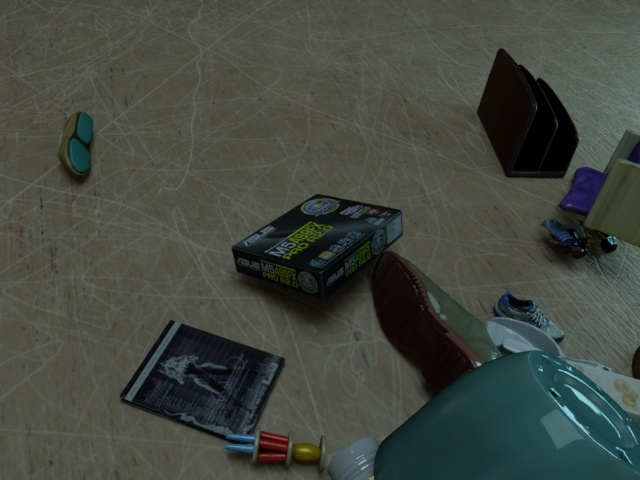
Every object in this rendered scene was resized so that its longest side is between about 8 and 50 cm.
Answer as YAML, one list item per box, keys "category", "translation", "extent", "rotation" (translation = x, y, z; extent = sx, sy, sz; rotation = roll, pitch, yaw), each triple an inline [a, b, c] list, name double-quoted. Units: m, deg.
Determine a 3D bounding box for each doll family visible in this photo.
- category: "doll family"
  translation: [0.564, -0.006, 1.211]
  extent: [0.193, 0.076, 0.111]
  rotation: [-14, 52, -12]

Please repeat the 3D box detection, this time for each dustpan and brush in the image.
- category: "dustpan and brush"
  translation: [0.387, 0.206, 0.979]
  extent: [0.211, 0.060, 0.147]
  rotation: [17, 47, 13]

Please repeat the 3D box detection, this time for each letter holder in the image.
- category: "letter holder"
  translation: [0.535, -0.337, 1.439]
  extent: [0.152, 0.214, 0.302]
  rotation: [1, 44, -5]

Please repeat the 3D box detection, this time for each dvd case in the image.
- category: "dvd case"
  translation: [-0.191, 0.230, 0.935]
  extent: [0.221, 0.018, 0.164]
  rotation: [17, 47, 10]

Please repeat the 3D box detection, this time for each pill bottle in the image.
- category: "pill bottle"
  translation: [0.098, 0.374, 0.744]
  extent: [0.117, 0.117, 0.215]
  rotation: [-20, 50, -23]

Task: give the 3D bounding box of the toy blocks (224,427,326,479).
- category: "toy blocks"
  translation: [-0.069, 0.332, 0.810]
  extent: [0.148, 0.054, 0.123]
  rotation: [7, 44, -2]

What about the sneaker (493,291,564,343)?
- category: "sneaker"
  translation: [0.389, 0.143, 1.048]
  extent: [0.135, 0.058, 0.052]
  rotation: [30, 49, 22]

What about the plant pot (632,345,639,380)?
- category: "plant pot"
  translation: [0.677, 0.176, 0.903]
  extent: [0.237, 0.254, 0.237]
  rotation: [2, 45, -2]

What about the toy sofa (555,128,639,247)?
- category: "toy sofa"
  translation: [0.649, -0.137, 1.223]
  extent: [0.177, 0.150, 0.362]
  rotation: [28, 31, 20]

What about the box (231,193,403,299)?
- category: "box"
  translation: [0.000, 0.000, 1.090]
  extent: [0.216, 0.060, 0.270]
  rotation: [15, 35, 36]

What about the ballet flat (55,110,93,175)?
- category: "ballet flat"
  translation: [-0.583, -0.217, 1.331]
  extent: [0.073, 0.080, 0.232]
  rotation: [-25, 43, 10]

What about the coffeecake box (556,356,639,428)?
- category: "coffeecake box"
  translation: [0.417, 0.266, 0.864]
  extent: [0.185, 0.142, 0.068]
  rotation: [15, 44, 9]

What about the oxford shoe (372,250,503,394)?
- category: "oxford shoe"
  translation: [0.207, 0.151, 1.005]
  extent: [0.130, 0.123, 0.348]
  rotation: [6, 37, -33]

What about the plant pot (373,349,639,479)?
- category: "plant pot"
  translation: [0.249, 0.278, 0.683]
  extent: [0.293, 0.235, 0.293]
  rotation: [29, 22, -13]
